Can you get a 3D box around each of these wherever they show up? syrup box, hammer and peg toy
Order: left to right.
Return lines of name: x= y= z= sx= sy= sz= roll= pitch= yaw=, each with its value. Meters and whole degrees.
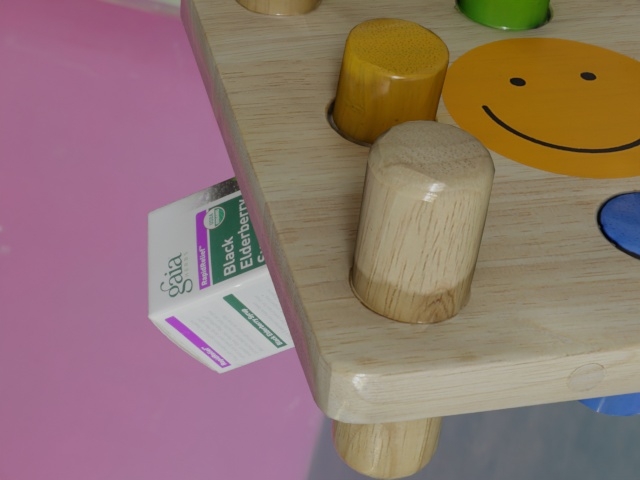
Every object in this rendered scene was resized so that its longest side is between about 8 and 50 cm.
syrup box: x=0.000 y=0.000 z=0.999 sx=0.237 sy=0.096 sz=0.093 roll=-20 pitch=51 yaw=19
hammer and peg toy: x=0.145 y=-0.043 z=0.539 sx=0.266 sy=0.361 sz=0.127 roll=-111 pitch=21 yaw=-49
